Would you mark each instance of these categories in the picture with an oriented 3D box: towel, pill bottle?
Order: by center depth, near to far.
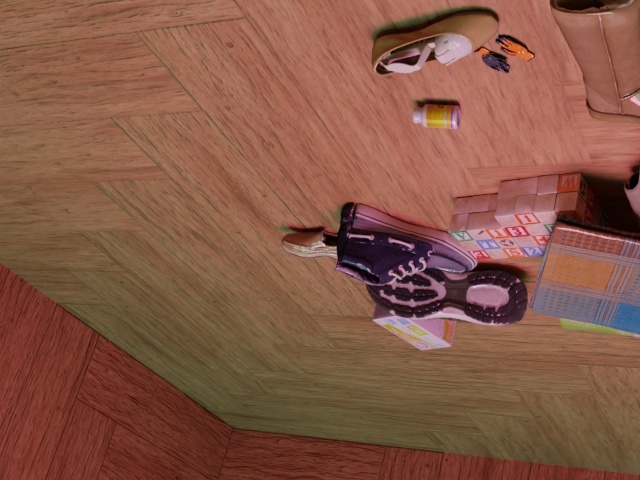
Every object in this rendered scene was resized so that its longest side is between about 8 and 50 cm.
[{"bbox_3d":[0.215,-0.229,1.794,0.083,0.043,0.043,6,153,19],"label":"pill bottle"},{"bbox_3d":[0.575,0.077,1.950,0.272,0.040,0.370,12,152,11],"label":"towel"}]

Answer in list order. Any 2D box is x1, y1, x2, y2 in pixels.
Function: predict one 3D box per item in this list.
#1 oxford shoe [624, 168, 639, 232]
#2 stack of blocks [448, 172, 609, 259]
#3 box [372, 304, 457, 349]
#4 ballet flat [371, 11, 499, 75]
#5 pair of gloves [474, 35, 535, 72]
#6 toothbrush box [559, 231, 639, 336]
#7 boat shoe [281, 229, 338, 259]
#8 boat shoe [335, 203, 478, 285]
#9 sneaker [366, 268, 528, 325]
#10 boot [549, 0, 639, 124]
[{"bbox_3d":[0.635,-0.080,1.822,0.130,0.123,0.348,36,162,21],"label":"oxford shoe"},{"bbox_3d":[0.419,-0.044,2.003,0.297,0.087,0.171,-5,148,37],"label":"stack of blocks"},{"bbox_3d":[0.253,0.201,2.574,0.203,0.103,0.114,33,149,-32],"label":"box"},{"bbox_3d":[0.186,-0.314,1.605,0.232,0.073,0.080,-7,147,38],"label":"ballet flat"},{"bbox_3d":[0.305,-0.309,1.621,0.074,0.010,0.083,28,153,-25],"label":"pair of gloves"},{"bbox_3d":[0.625,0.095,2.131,0.206,0.122,0.283,5,151,22],"label":"toothbrush box"},{"bbox_3d":[0.000,0.000,2.370,0.190,0.068,0.072,5,142,0],"label":"boat shoe"},{"bbox_3d":[0.190,0.047,2.234,0.341,0.158,0.127,18,154,-5],"label":"boat shoe"},{"bbox_3d":[0.313,0.140,2.397,0.411,0.158,0.182,11,172,21],"label":"sneaker"},{"bbox_3d":[0.491,-0.280,1.487,0.236,0.089,0.269,1,150,27],"label":"boot"}]
